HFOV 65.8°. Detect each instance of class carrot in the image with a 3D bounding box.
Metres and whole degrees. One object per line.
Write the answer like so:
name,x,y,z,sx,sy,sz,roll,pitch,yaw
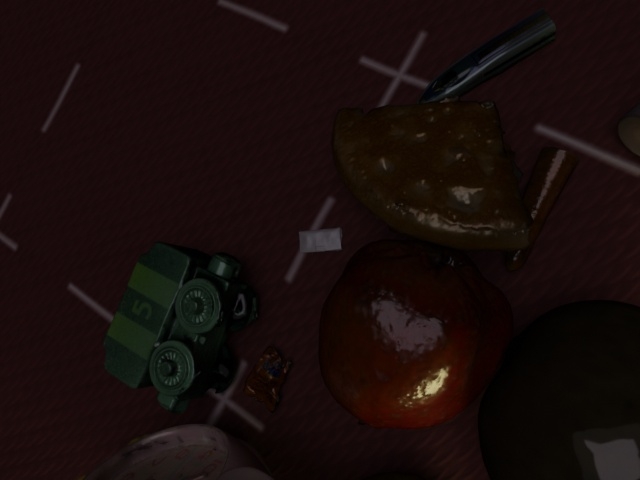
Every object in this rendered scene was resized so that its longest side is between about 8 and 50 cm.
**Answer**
carrot,0.351,-0.044,0.810,0.061,0.061,0.210,24,93,17

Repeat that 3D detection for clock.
clock,-0.194,0.468,0.741,0.376,0.368,0.251,-5,106,42

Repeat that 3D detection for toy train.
toy train,-0.257,0.150,0.909,0.238,0.167,0.299,22,89,23
toy train,0.281,-0.309,0.866,0.251,0.048,0.055,-30,74,11

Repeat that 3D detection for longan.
longan,0.370,0.242,0.654,0.288,0.288,0.350,24,61,17

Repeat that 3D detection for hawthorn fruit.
hawthorn fruit,0.122,0.161,0.750,0.287,0.287,0.331,27,113,17

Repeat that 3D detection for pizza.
pizza,0.179,-0.125,0.810,0.408,0.114,0.277,35,67,29

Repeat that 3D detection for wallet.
wallet,0.000,0.000,0.927,0.083,0.011,0.044,-4,82,15

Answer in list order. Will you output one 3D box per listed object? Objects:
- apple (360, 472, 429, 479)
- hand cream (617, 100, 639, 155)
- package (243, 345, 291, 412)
apple,0.112,0.479,0.725,0.246,0.226,0.246,-2,84,18
hand cream,0.582,-0.234,0.762,0.247,0.083,0.133,-35,76,-2
package,-0.096,0.256,0.912,0.077,0.033,0.111,28,96,8
